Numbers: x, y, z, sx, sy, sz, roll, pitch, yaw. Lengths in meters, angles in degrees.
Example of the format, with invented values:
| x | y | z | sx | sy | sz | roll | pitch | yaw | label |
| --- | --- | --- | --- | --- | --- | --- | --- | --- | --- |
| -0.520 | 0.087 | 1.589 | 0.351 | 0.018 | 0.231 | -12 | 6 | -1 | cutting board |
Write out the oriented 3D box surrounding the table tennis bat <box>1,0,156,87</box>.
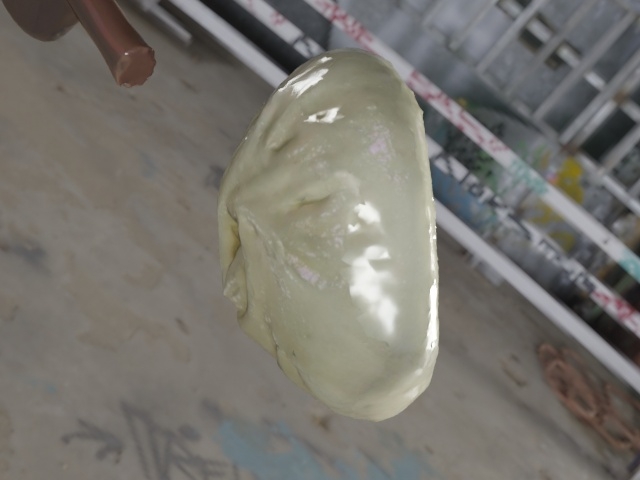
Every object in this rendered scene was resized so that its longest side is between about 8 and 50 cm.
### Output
| x | y | z | sx | sy | sz | roll | pitch | yaw | label |
| --- | --- | --- | --- | --- | --- | --- | --- | --- | --- |
| -0.165 | -0.131 | 0.588 | 0.119 | 0.107 | 0.170 | -8 | 48 | -38 | table tennis bat |

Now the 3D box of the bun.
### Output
| x | y | z | sx | sy | sz | roll | pitch | yaw | label |
| --- | --- | --- | --- | --- | --- | --- | --- | --- | --- |
| 0.000 | 0.000 | 0.624 | 0.102 | 0.183 | 0.183 | -5 | 27 | -2 | bun |
